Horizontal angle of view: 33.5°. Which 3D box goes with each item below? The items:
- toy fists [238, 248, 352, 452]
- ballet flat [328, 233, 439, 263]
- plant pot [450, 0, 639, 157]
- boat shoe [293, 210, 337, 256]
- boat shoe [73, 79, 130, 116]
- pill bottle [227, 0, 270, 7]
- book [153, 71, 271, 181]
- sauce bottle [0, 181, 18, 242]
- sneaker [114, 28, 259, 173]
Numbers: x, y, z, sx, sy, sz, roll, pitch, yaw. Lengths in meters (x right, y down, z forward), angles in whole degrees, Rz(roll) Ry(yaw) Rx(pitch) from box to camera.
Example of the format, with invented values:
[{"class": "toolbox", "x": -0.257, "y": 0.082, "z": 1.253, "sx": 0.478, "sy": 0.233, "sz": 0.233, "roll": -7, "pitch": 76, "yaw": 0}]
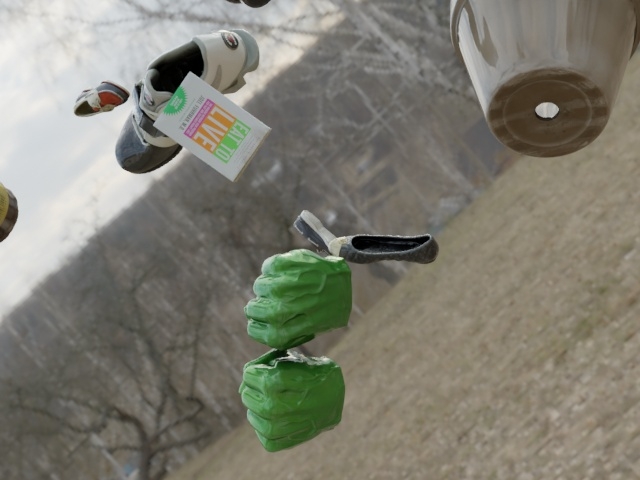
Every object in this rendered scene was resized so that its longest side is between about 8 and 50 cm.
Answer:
[{"class": "toy fists", "x": -0.041, "y": 0.149, "z": 1.447, "sx": 0.096, "sy": 0.279, "sz": 0.142, "roll": 15, "pitch": 15, "yaw": 40}, {"class": "ballet flat", "x": 0.096, "y": 0.005, "z": 1.624, "sx": 0.173, "sy": 0.049, "sz": 0.057, "roll": 1, "pitch": 44, "yaw": 16}, {"class": "plant pot", "x": 0.365, "y": -0.297, "z": 1.731, "sx": 0.323, "sy": 0.323, "sz": 0.280, "roll": -41, "pitch": 27, "yaw": 42}, {"class": "boat shoe", "x": 0.000, "y": 0.000, "z": 1.974, "sx": 0.038, "sy": 0.125, "sz": 0.046, "roll": -49, "pitch": -11, "yaw": 24}, {"class": "boat shoe", "x": -0.346, "y": -0.220, "z": 1.673, "sx": 0.137, "sy": 0.049, "sz": 0.043, "roll": 0, "pitch": 54, "yaw": 50}, {"class": "pill bottle", "x": -0.185, "y": -0.550, "z": 2.140, "sx": 0.123, "sy": 0.219, "sz": 0.122, "roll": -26, "pitch": -44, "yaw": -29}, {"class": "book", "x": -0.156, "y": -0.165, "z": 1.548, "sx": 0.096, "sy": 0.144, "sz": 0.035, "roll": -55, "pitch": -3, "yaw": 5}, {"class": "sauce bottle", "x": -0.554, "y": -0.097, "z": 1.469, "sx": 0.111, "sy": 0.111, "sz": 0.344, "roll": -43, "pitch": -29, "yaw": -3}, {"class": "sneaker", "x": -0.257, "y": -0.229, "z": 1.724, "sx": 0.330, "sy": 0.122, "sz": 0.146, "roll": -43, "pitch": -18, "yaw": 29}]
